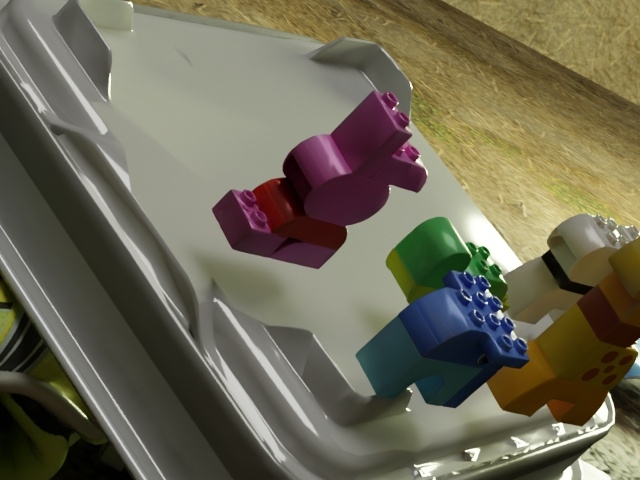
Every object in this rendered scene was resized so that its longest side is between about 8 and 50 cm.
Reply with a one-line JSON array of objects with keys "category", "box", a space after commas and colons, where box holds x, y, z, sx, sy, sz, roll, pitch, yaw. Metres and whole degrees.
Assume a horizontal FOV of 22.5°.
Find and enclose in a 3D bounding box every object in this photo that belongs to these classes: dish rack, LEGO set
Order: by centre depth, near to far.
[{"category": "LEGO set", "box": [0.082, 0.010, 0.601, 0.227, 0.093, 0.087, 14, 39, -49]}, {"category": "dish rack", "box": [0.000, 0.000, 0.690, 0.285, 0.072, 0.333, 55, 26, 18]}]

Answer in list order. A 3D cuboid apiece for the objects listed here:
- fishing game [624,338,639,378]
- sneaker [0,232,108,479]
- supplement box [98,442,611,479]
[{"category": "fishing game", "box": [0.252, 0.094, 1.265, 0.264, 0.041, 0.189, 11, 17, -34]}, {"category": "sneaker", "box": [-0.143, 0.038, 0.655, 0.147, 0.145, 0.385, 50, 25, 6]}, {"category": "supplement box", "box": [0.026, 0.111, 0.777, 0.239, 0.073, 0.130, 29, 18, -2]}]
